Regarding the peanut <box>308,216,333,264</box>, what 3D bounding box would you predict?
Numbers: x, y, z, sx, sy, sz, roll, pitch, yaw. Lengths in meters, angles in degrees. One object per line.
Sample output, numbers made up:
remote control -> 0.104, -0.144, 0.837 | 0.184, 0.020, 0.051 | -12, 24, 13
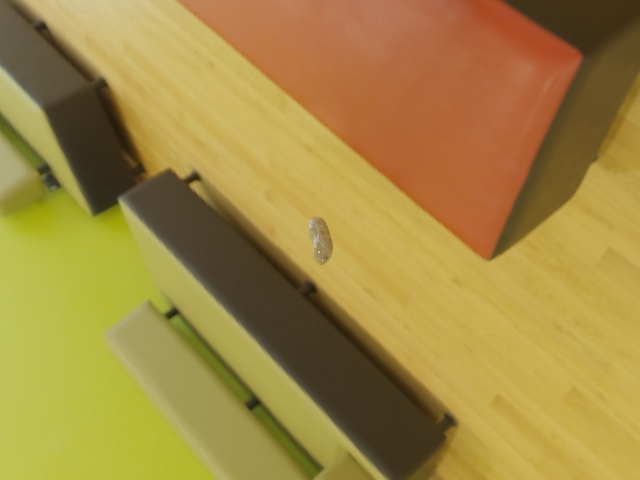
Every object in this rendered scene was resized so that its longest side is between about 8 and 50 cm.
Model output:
peanut -> 0.000, 0.000, 1.195 | 0.037, 0.037, 0.083 | 99, 168, -55
